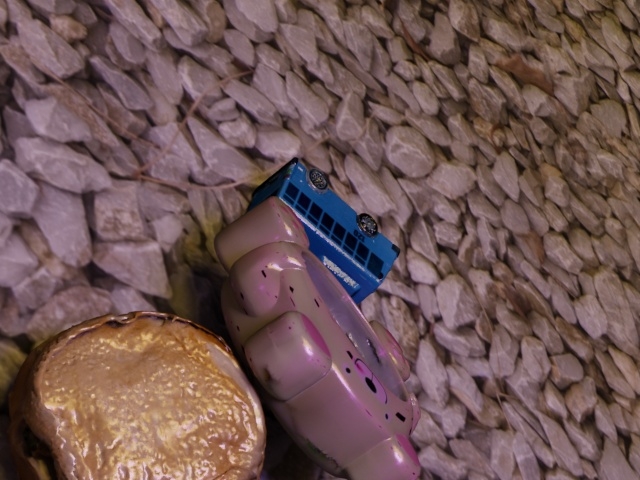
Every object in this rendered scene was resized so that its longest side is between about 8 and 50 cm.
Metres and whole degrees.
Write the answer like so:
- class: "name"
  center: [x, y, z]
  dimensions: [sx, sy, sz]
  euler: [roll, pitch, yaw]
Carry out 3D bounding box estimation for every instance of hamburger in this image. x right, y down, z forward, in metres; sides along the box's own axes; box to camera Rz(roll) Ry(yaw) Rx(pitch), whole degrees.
- class: "hamburger"
  center: [-0.177, 0.177, 1.366]
  dimensions: [0.243, 0.146, 0.286]
  euler: [28, 49, -22]

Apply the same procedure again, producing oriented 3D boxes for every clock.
- class: "clock"
  center: [0.001, 0.120, 1.536]
  dimensions: [0.284, 0.114, 0.309]
  euler: [53, 8, -24]

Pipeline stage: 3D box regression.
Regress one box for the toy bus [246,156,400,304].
- class: "toy bus"
  center: [0.000, 0.000, 1.755]
  dimensions: [0.184, 0.090, 0.106]
  euler: [40, 38, -15]
